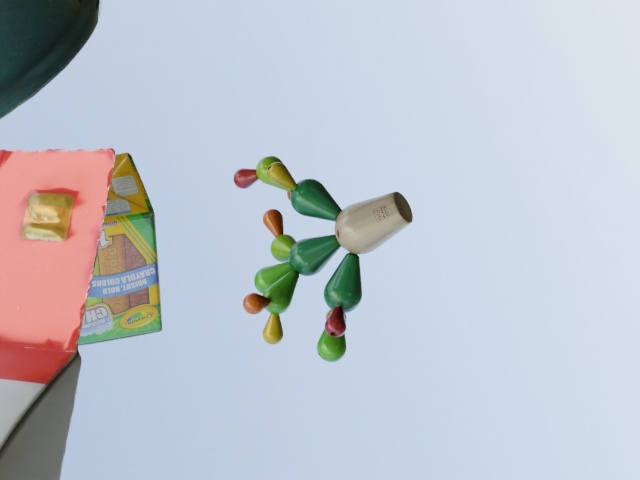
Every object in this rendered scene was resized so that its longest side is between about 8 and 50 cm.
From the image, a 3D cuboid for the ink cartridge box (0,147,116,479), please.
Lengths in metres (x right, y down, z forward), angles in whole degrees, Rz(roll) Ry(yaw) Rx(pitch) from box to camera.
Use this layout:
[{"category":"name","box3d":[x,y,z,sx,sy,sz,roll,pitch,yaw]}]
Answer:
[{"category":"ink cartridge box","box3d":[-0.178,0.066,0.492,0.056,0.181,0.224,28,-112,-60]}]

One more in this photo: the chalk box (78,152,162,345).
[{"category":"chalk box","box3d":[-0.255,0.032,1.494,0.132,0.213,0.132,-11,-143,-14]}]

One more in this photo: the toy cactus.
[{"category":"toy cactus","box3d":[0.000,0.000,1.288,0.112,0.180,0.219,22,-133,-54]}]

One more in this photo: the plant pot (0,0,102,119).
[{"category":"plant pot","box3d":[-0.379,-0.260,0.962,0.341,0.341,0.334,-79,-25,-50]}]
